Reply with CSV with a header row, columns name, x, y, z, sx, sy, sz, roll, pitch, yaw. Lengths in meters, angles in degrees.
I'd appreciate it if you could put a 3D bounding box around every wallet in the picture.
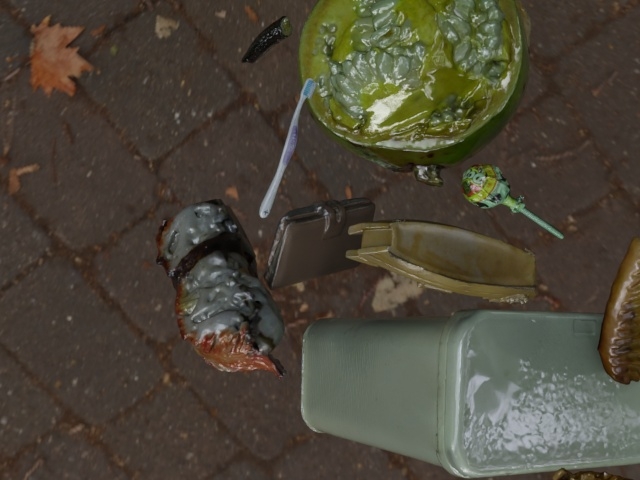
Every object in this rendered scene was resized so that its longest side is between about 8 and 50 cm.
name,x,y,z,sx,sy,sz,roll,pitch,yaw
wallet,0.000,0.000,1.207,0.152,0.039,0.118,-11,132,-38

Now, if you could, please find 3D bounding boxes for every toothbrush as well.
name,x,y,z,sx,sy,sz,roll,pitch,yaw
toothbrush,-0.030,-0.081,0.847,0.011,0.013,0.131,13,102,-40

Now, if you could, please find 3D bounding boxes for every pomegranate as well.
name,x,y,z,sx,sy,sz,roll,pitch,yaw
pomegranate,0.109,-0.233,1.084,0.260,0.260,0.341,7,75,-6

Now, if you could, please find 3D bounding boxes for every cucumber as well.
name,x,y,z,sx,sy,sz,roll,pitch,yaw
cucumber,-0.094,-0.341,1.622,0.135,0.033,0.034,-23,86,46

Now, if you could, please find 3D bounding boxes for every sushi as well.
name,x,y,z,sx,sy,sz,roll,pitch,yaw
sushi,-0.134,0.053,1.252,0.130,0.332,0.124,-29,137,9

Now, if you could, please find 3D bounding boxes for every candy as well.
name,x,y,z,sx,sy,sz,roll,pitch,yaw
candy,0.107,-0.017,0.508,0.083,0.023,0.025,28,144,-33

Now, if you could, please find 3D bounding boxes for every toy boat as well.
name,x,y,z,sx,sy,sz,roll,pitch,yaw
toy boat,0.121,0.021,0.914,0.206,0.072,0.064,15,69,-21

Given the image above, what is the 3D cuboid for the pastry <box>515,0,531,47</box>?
name,x,y,z,sx,sy,sz,roll,pitch,yaw
pastry,0.237,-0.364,1.742,0.329,0.136,0.330,3,81,-18

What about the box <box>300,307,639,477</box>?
name,x,y,z,sx,sy,sz,roll,pitch,yaw
box,0.200,0.177,1.181,0.352,0.344,0.177,4,84,-31

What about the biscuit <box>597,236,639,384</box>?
name,x,y,z,sx,sy,sz,roll,pitch,yaw
biscuit,0.352,0.072,0.995,0.228,0.031,0.176,5,111,-50

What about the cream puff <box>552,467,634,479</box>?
name,x,y,z,sx,sy,sz,roll,pitch,yaw
cream puff,0.239,0.248,0.765,0.103,0.144,0.126,-34,137,-21
